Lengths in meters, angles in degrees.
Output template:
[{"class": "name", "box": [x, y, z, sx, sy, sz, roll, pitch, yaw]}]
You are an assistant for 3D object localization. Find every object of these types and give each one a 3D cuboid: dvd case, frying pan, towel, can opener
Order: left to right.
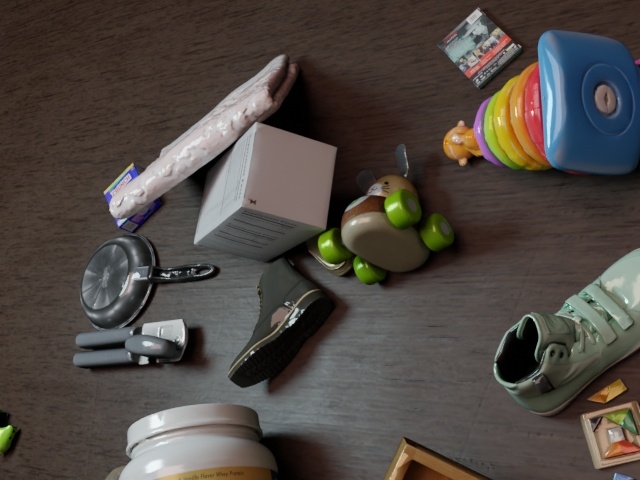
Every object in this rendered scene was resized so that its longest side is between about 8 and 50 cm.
[{"class": "can opener", "box": [-0.346, 0.183, 1.390, 0.280, 0.093, 0.074, -11, 66, 36]}, {"class": "frying pan", "box": [-0.349, 0.091, 1.456, 0.326, 0.053, 0.197, 18, 83, 41]}, {"class": "towel", "box": [-0.189, -0.186, 1.337, 0.332, 0.053, 0.317, -34, 16, 19]}, {"class": "dvd case", "box": [0.248, -0.302, 1.224, 0.087, 0.013, 0.119, -42, 54, 13]}]

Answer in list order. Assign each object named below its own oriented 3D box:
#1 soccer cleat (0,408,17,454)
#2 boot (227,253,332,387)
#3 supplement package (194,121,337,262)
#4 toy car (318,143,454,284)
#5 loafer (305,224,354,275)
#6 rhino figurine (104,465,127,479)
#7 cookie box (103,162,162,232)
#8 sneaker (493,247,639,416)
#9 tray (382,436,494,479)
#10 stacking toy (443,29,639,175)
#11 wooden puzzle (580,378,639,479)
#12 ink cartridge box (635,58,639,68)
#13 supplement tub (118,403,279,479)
[{"class": "soccer cleat", "box": [-0.669, 0.361, 1.559, 0.179, 0.060, 0.072, 24, 76, 32]}, {"class": "boot", "box": [-0.087, 0.127, 1.248, 0.198, 0.077, 0.137, -41, 47, -3]}, {"class": "supplement package", "box": [-0.091, -0.065, 1.215, 0.244, 0.134, 0.139, -26, 52, 62]}, {"class": "toy car", "box": [0.093, -0.056, 1.158, 0.155, 0.149, 0.188, -30, 45, 34]}, {"class": "loafer", "box": [0.000, 0.000, 1.246, 0.056, 0.050, 0.148, -48, 52, 9]}, {"class": "rhino figurine", "box": [-0.333, 0.433, 1.283, 0.243, 0.073, 0.106, -42, 56, 12]}, {"class": "cookie box", "box": [-0.372, -0.084, 1.545, 0.092, 0.040, 0.107, -43, 52, 14]}, {"class": "sneaker", "box": [0.314, 0.098, 0.924, 0.256, 0.151, 0.094, -50, 50, 6]}, {"class": "tray", "box": [0.103, 0.464, 0.909, 0.203, 0.076, 0.411, 25, 86, 5]}, {"class": "stacking toy", "box": [0.271, -0.153, 1.062, 0.302, 0.166, 0.175, -12, 79, 60]}, {"class": "wooden puzzle", "box": [0.352, 0.230, 0.930, 0.078, 0.014, 0.116, -30, 57, 22]}, {"class": "ink cartridge box", "box": [0.573, -0.216, 0.936, 0.371, 0.069, 0.176, -25, 58, 21]}, {"class": "supplement tub", "box": [-0.160, 0.406, 1.073, 0.228, 0.228, 0.316, -25, 59, 24]}]
